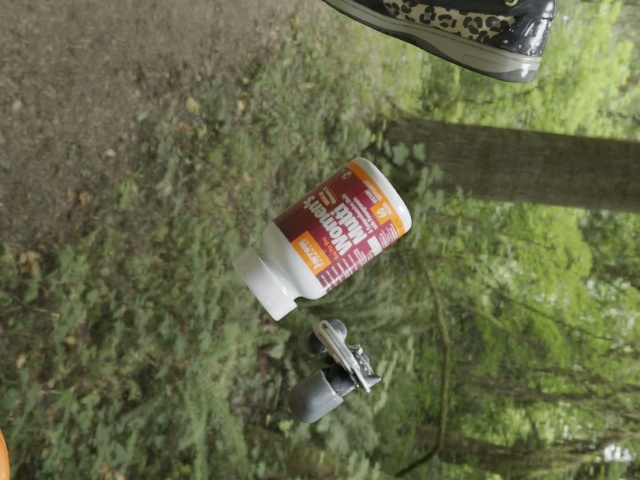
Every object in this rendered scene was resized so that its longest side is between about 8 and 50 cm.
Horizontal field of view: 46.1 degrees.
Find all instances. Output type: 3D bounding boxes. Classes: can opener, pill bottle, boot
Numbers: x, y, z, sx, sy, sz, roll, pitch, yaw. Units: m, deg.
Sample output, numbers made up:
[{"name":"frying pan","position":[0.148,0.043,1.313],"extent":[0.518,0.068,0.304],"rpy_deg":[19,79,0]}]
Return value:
[{"name":"can opener","position":[-0.004,0.129,0.775],"extent":[0.095,0.076,0.283],"rpy_deg":[-35,177,-9]},{"name":"pill bottle","position":[0.000,0.000,0.988],"extent":[0.221,0.121,0.121],"rpy_deg":[-37,163,-4]},{"name":"boot","position":[0.099,-0.249,0.602],"extent":[0.085,0.236,0.179],"rpy_deg":[-28,144,-57]}]

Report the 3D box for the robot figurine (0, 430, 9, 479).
[{"name":"robot figurine","position":[-0.306,0.172,0.568],"extent":[0.219,0.128,0.158],"rpy_deg":[-9,-125,63]}]
